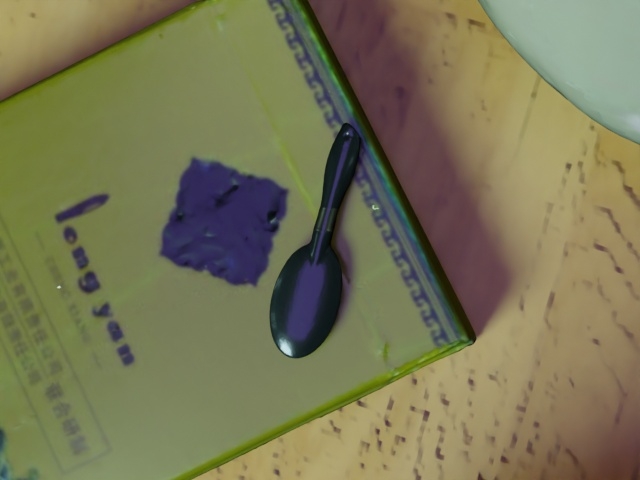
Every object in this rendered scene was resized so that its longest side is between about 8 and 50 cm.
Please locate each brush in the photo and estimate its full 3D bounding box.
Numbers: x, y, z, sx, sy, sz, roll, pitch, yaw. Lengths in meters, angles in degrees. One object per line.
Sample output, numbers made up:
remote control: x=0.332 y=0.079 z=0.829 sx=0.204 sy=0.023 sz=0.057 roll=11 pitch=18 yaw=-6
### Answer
brush: x=0.000 y=0.000 z=0.617 sx=0.024 sy=0.008 sz=0.083 roll=14 pitch=89 yaw=7

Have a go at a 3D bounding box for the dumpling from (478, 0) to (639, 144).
dumpling: x=0.185 y=-0.123 z=0.491 sx=0.395 sy=0.315 sz=0.233 roll=11 pitch=93 yaw=2

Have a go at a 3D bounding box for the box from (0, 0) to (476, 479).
box: x=-0.102 y=0.029 z=0.649 sx=0.279 sy=0.041 sz=0.153 roll=-26 pitch=85 yaw=4
